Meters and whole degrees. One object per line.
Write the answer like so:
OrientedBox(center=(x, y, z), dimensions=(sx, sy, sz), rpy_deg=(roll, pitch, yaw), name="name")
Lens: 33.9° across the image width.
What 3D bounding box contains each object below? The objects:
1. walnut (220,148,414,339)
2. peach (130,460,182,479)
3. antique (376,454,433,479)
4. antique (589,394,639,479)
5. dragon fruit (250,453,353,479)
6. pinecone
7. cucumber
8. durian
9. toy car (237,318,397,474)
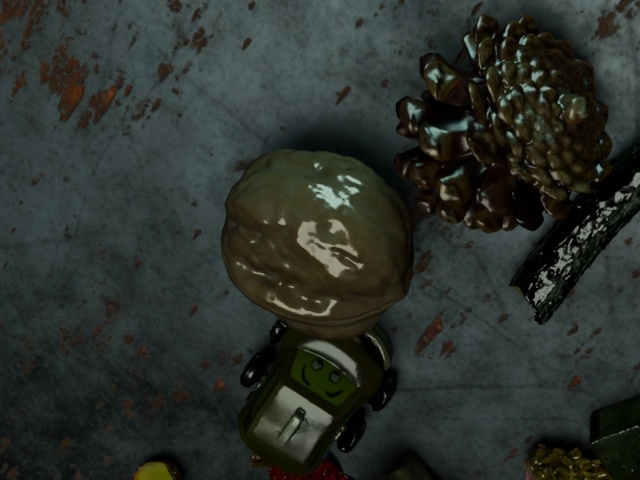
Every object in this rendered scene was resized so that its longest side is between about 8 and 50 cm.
OrientedBox(center=(-0.001, 0.002, 1.368), dimensions=(0.273, 0.227, 0.273), rpy_deg=(9, 116, 19), name="walnut")
OrientedBox(center=(-0.266, 0.399, 1.728), dimensions=(0.083, 0.050, 0.077), rpy_deg=(-32, 78, 17), name="peach")
OrientedBox(center=(0.171, 0.473, 1.538), dimensions=(0.284, 0.125, 0.150), rpy_deg=(46, 122, 17), name="antique")
OrientedBox(center=(0.463, 0.331, 1.455), dimensions=(0.081, 0.080, 0.221), rpy_deg=(-28, 104, 27), name="antique")
OrientedBox(center=(-0.039, 0.365, 1.618), dimensions=(0.122, 0.092, 0.192), rpy_deg=(-24, 104, 25), name="dragon fruit")
OrientedBox(center=(0.200, -0.122, 1.245), dimensions=(0.264, 0.264, 0.264), rpy_deg=(7, 115, 15), name="pinecone")
OrientedBox(center=(0.350, -0.026, 1.334), dimensions=(0.072, 0.081, 0.303), rpy_deg=(13, 122, -38), name="cucumber")
OrientedBox(center=(0.370, 0.455, 1.520), dimensions=(0.191, 0.112, 0.341), rpy_deg=(10, 115, 15), name="durian")
OrientedBox(center=(-0.016, 0.223, 1.481), dimensions=(0.204, 0.198, 0.248), rpy_deg=(34, 108, 2), name="toy car")
